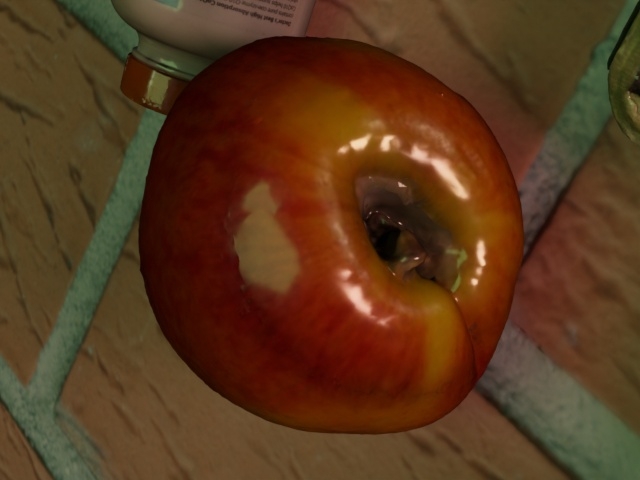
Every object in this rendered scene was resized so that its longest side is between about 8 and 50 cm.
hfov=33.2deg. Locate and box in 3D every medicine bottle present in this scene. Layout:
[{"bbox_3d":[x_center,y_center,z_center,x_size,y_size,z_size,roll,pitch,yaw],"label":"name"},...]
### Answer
[{"bbox_3d":[-0.067,-0.235,0.809,0.157,0.157,0.289,31,109,38],"label":"medicine bottle"}]

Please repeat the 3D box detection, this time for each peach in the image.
[{"bbox_3d":[0.000,0.000,0.699,0.281,0.238,0.281,44,157,24],"label":"peach"}]

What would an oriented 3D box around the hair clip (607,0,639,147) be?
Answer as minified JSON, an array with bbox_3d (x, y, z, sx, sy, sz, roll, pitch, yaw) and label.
[{"bbox_3d":[0.250,-0.177,0.536,0.138,0.091,0.321,32,136,22],"label":"hair clip"}]
